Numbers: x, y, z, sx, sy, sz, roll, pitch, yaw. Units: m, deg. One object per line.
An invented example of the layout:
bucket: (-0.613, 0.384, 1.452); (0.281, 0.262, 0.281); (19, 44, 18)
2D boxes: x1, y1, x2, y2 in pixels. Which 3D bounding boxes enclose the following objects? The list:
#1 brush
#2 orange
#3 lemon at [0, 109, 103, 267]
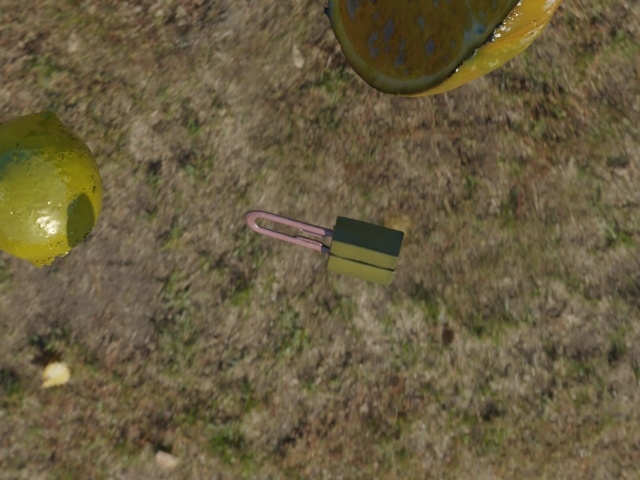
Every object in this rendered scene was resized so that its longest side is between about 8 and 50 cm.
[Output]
brush: (0.000, 0.000, 1.652); (0.234, 0.047, 0.103); (14, 151, 0)
orange: (0.130, -0.290, 1.155); (0.310, 0.274, 0.274); (-31, 106, 17)
lemon: (-0.367, -0.064, 1.444); (0.174, 0.173, 0.206); (-4, 114, 8)
